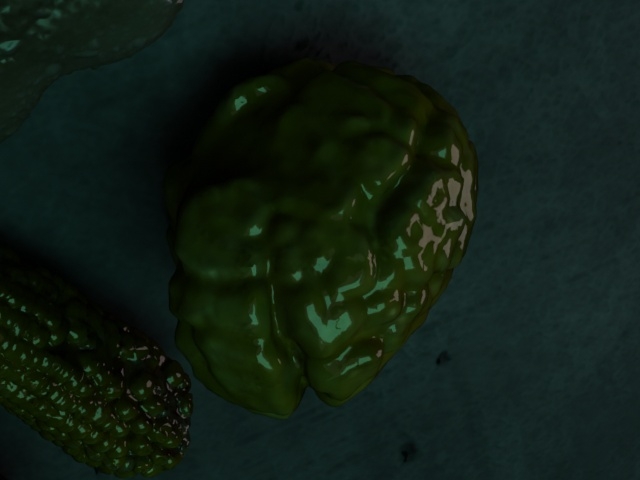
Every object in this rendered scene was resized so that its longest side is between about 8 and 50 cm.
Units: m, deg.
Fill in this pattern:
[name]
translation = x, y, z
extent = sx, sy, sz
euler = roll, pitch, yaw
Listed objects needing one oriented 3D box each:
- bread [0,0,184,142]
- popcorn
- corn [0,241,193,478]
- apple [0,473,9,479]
[bread]
translation = -0.239, -0.126, 0.759
extent = 0.337, 0.102, 0.183
euler = 3, 123, -25
[popcorn]
translation = 0.000, 0.000, 0.923
extent = 0.200, 0.226, 0.203
euler = -4, 161, 1
[corn]
translation = -0.192, 0.058, 0.936
extent = 0.097, 0.097, 0.320
euler = -41, 130, 9
[apple]
translation = -0.250, 0.211, 0.986
extent = 0.153, 0.153, 0.120
euler = 30, 91, -39
